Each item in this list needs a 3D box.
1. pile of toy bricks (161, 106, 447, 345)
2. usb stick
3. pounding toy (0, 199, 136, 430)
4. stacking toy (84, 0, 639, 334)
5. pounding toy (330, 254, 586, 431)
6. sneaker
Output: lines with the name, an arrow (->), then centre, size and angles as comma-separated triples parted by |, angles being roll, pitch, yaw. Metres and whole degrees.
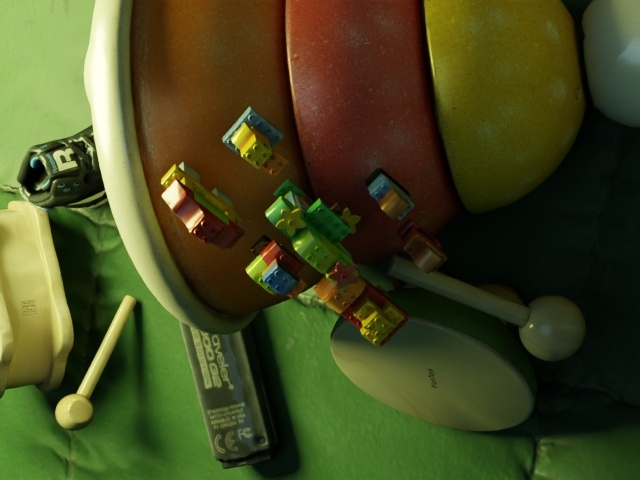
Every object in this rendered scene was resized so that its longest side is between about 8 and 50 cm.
pile of toy bricks -> 0.000, 0.000, 0.935 | 0.212, 0.105, 0.118 | 38, 104, -21
usb stick -> -0.103, 0.085, 1.324 | 0.077, 0.045, 0.278 | -15, 88, 25
pounding toy -> -0.293, 0.080, 1.426 | 0.154, 0.155, 0.269 | -38, 64, 58
stacking toy -> 0.087, -0.116, 1.069 | 0.480, 0.350, 0.350 | -7, 93, 17
pounding toy -> 0.117, 0.062, 1.140 | 0.183, 0.110, 0.237 | 25, 150, -3
sneaker -> -0.212, -0.087, 1.324 | 0.217, 0.121, 0.079 | -33, 79, 30
